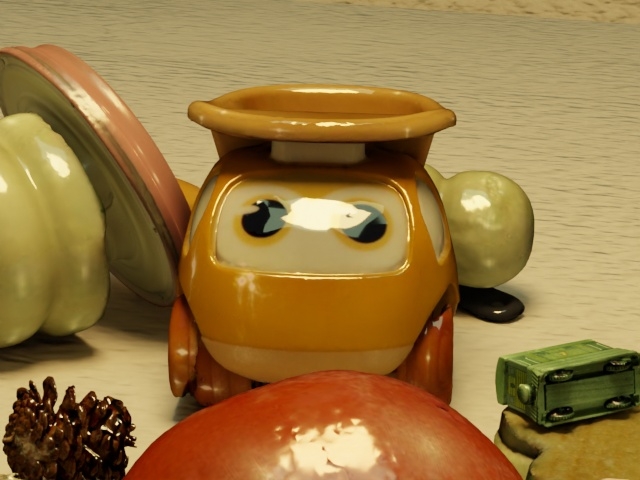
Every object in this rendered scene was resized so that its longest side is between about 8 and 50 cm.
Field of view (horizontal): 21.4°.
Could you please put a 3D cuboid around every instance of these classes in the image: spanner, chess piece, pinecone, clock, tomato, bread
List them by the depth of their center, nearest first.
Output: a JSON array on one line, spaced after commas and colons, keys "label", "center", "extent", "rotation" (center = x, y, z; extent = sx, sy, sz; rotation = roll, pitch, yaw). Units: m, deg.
[{"label": "tomato", "center": [-0.002, 0.156, 0.739], "extent": [0.208, 0.208, 0.184], "rotation": [-13, 38, -39]}, {"label": "pinecone", "center": [-0.157, 0.124, 1.055], "extent": [0.083, 0.077, 0.077], "rotation": [10, 10, -35]}, {"label": "bread", "center": [0.209, 0.142, 1.055], "extent": [0.207, 0.056, 0.286], "rotation": [8, 16, 19]}, {"label": "chess piece", "center": [-0.335, 0.026, 1.220], "extent": [0.330, 0.182, 0.182], "rotation": [-17, 25, -32]}, {"label": "clock", "center": [-0.184, -0.049, 1.348], "extent": [0.056, 0.244, 0.244], "rotation": [-36, 34, -22]}, {"label": "chess piece", "center": [0.056, -0.017, 1.410], "extent": [0.243, 0.133, 0.133], "rotation": [4, 18, 11]}, {"label": "spanner", "center": [0.055, 0.020, 1.491], "extent": [0.087, 0.024, 0.316], "rotation": [-14, 24, -36]}]

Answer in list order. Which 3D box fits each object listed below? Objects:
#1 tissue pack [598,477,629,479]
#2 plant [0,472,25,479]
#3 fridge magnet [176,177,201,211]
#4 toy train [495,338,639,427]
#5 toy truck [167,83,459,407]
[{"label": "tissue pack", "center": [0.045, 0.215, 0.578], "extent": [0.271, 0.201, 0.124], "rotation": [-15, 27, -38]}, {"label": "plant", "center": [-0.193, 0.152, 0.893], "extent": [0.104, 0.122, 0.116], "rotation": [-24, 36, -32]}, {"label": "fridge magnet", "center": [-0.172, -0.030, 1.552], "extent": [0.143, 0.063, 0.143], "rotation": [3, 17, -1]}, {"label": "toy train", "center": [0.157, 0.089, 1.070], "extent": [0.093, 0.038, 0.056], "rotation": [-8, 15, -31]}, {"label": "toy truck", "center": [0.000, 0.000, 1.235], "extent": [0.204, 0.212, 0.288], "rotation": [2, 14, 4]}]
